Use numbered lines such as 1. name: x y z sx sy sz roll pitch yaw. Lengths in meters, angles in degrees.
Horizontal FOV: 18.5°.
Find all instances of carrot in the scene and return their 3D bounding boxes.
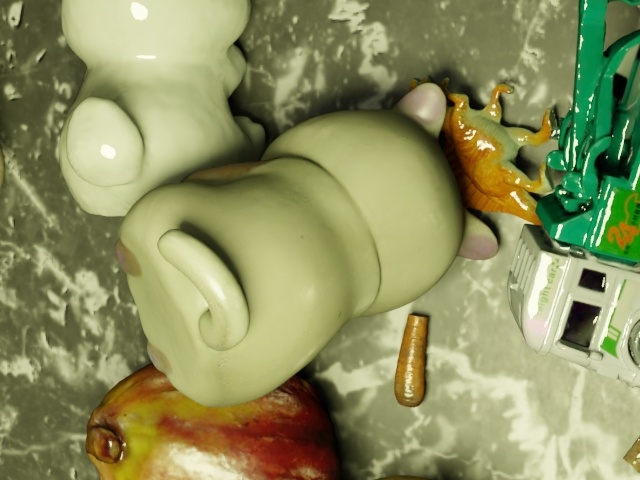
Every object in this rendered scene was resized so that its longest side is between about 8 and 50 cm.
1. carrot: 0.091 0.120 1.950 0.032 0.032 0.093 7 93 17

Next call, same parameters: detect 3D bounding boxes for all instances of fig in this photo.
1. fig: -0.099 0.217 1.921 0.263 0.224 0.224 41 105 -9

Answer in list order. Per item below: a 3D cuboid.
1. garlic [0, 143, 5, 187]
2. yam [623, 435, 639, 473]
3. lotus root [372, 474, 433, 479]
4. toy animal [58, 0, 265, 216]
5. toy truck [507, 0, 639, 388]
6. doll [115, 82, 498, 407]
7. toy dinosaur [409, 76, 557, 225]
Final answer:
1. garlic: -0.478 -0.089 2.007 0.322 0.241 0.322 -4 78 17
2. yam: 0.340 0.160 1.874 0.032 0.032 0.145 36 104 12
3. lotus root: 0.064 0.309 1.830 0.183 0.310 0.182 -4 80 24
4. toy animal: -0.179 -0.209 1.902 0.196 0.241 0.367 -3 93 16
5. toy truck: 0.283 -0.055 1.779 0.178 0.176 0.363 11 105 -5
6. doll: -0.028 0.009 1.831 0.226 0.370 0.215 -11 105 48
7. toy dinosaur: 0.162 -0.067 1.903 0.142 0.057 0.212 -13 89 29
